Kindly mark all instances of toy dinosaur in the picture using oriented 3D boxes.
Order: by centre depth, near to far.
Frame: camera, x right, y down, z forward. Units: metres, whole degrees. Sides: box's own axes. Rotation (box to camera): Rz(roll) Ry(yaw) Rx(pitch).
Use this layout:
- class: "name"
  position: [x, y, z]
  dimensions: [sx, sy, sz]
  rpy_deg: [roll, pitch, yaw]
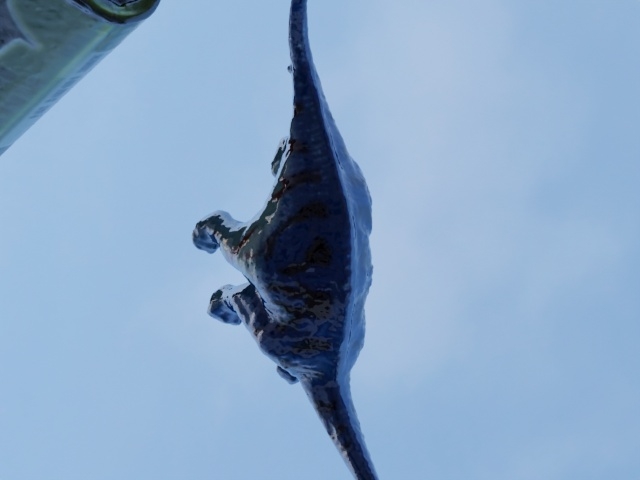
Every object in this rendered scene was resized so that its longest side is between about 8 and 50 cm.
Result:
- class: "toy dinosaur"
  position: [-0.013, 0.013, 0.893]
  dimensions: [0.144, 0.076, 0.329]
  rpy_deg: [-10, -96, 62]

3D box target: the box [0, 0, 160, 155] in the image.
- class: "box"
  position: [-0.230, -0.116, 1.044]
  dimensions: [0.134, 0.097, 0.345]
  rpy_deg: [31, -37, -21]
